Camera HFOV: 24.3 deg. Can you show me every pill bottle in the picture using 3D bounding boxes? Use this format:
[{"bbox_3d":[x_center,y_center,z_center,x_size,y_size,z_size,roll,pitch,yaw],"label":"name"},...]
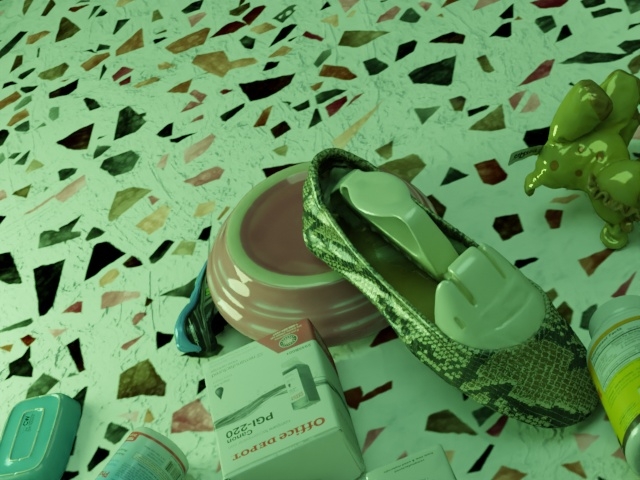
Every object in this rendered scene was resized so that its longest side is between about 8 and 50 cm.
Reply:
[{"bbox_3d":[0.363,0.157,1.628,0.117,0.117,0.215,-22,37,8],"label":"pill bottle"},{"bbox_3d":[-0.242,0.317,1.845,0.087,0.087,0.160,9,50,39],"label":"pill bottle"}]

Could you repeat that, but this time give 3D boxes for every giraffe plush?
[{"bbox_3d":[0.373,-0.094,1.906,0.210,0.181,0.170,-32,57,-23],"label":"giraffe plush"}]

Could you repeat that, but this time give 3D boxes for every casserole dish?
[{"bbox_3d":[-0.395,0.276,2.035,0.114,0.037,0.188,-13,38,18],"label":"casserole dish"}]

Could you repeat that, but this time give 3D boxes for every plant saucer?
[{"bbox_3d":[0.000,0.000,2.028,0.332,0.084,0.332,-8,43,8],"label":"plant saucer"}]

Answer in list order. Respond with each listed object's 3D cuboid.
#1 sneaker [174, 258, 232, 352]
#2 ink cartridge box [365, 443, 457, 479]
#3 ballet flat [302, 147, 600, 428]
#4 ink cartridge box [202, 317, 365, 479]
[{"bbox_3d":[-0.145,0.089,2.089,0.078,0.067,0.188,10,45,12],"label":"sneaker"},{"bbox_3d":[0.132,0.342,1.522,0.093,0.154,0.212,-22,36,5],"label":"ink cartridge box"},{"bbox_3d":[0.135,0.037,1.772,0.164,0.182,0.483,-35,51,-20],"label":"ballet flat"},{"bbox_3d":[-0.049,0.219,1.838,0.158,0.092,0.218,-25,38,5],"label":"ink cartridge box"}]
